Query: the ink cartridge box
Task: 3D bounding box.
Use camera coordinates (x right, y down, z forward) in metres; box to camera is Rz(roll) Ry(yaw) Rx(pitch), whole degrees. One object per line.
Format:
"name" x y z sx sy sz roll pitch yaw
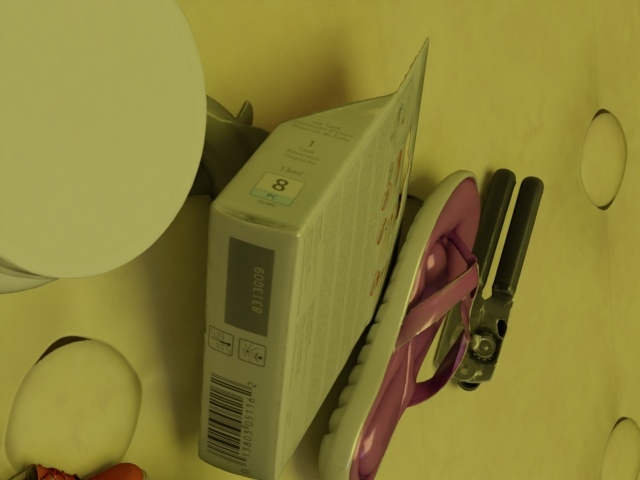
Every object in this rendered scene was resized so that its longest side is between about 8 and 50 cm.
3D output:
"ink cartridge box" 0.000 0.000 1.179 0.385 0.091 0.308 -58 159 -50

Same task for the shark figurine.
"shark figurine" -0.101 -0.096 1.089 0.278 0.116 0.166 41 63 -46

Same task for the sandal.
"sandal" 0.123 0.116 1.354 0.416 0.102 0.169 -65 156 -19

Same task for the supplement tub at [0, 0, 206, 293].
"supplement tub" -0.249 -0.086 0.757 0.228 0.316 0.228 -9 102 -49

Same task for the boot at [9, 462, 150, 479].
"boot" -0.217 0.223 1.037 0.158 0.059 0.085 -29 111 -43

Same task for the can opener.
"can opener" 0.218 0.052 1.526 0.095 0.076 0.283 74 34 -73
